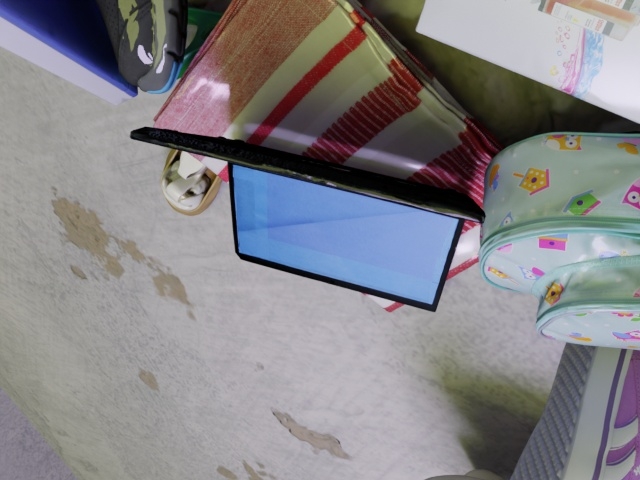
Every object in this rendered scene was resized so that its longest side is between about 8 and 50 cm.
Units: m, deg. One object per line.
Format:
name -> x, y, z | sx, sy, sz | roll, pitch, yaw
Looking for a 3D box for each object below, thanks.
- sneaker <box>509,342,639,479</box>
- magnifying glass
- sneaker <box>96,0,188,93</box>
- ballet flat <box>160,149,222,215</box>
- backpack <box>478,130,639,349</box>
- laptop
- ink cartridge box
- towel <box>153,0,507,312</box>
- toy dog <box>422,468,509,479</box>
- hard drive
sneaker -> 0.257, 0.188, 0.448 | 0.161, 0.282, 0.102 | 32, 158, 7
magnifying glass -> -0.094, -0.198, 0.535 | 0.231, 0.092, 0.026 | -1, 150, 23
sneaker -> -0.189, -0.285, 0.438 | 0.140, 0.125, 0.341 | -11, 107, -9
ballet flat -> -0.152, -0.088, 0.662 | 0.080, 0.073, 0.232 | 41, 137, -3
backpack -> 0.204, 0.001, 0.390 | 0.188, 0.144, 0.166 | 11, 165, 15
laptop -> 0.000, 0.000, 0.479 | 0.234, 0.264, 0.136 | 14, 100, 10
ink cartridge box -> 0.173, -0.167, 0.328 | 0.176, 0.128, 0.127 | 28, 135, 12
towel -> 0.022, -0.071, 0.525 | 0.329, 0.037, 0.237 | 40, 133, -14
toy dog -> 0.284, 0.352, 0.548 | 0.408, 0.284, 0.395 | -10, 123, 38
hard drive -> -0.254, -0.240, 0.443 | 0.040, 0.318, 0.210 | -24, 92, 2
